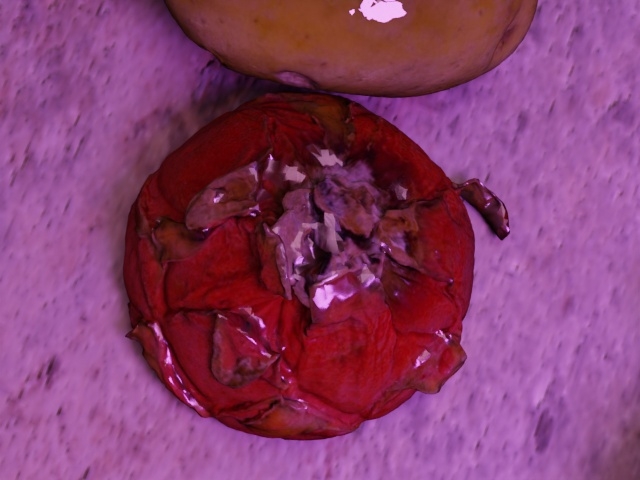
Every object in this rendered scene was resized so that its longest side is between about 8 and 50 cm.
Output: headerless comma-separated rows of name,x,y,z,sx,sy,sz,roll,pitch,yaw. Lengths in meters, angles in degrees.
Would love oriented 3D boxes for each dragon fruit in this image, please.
dragon fruit,-0.004,0.002,1.154,0.224,0.148,0.218,22,73,0

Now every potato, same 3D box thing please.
potato,0.009,-0.170,1.202,0.228,0.148,0.197,-6,61,-20
